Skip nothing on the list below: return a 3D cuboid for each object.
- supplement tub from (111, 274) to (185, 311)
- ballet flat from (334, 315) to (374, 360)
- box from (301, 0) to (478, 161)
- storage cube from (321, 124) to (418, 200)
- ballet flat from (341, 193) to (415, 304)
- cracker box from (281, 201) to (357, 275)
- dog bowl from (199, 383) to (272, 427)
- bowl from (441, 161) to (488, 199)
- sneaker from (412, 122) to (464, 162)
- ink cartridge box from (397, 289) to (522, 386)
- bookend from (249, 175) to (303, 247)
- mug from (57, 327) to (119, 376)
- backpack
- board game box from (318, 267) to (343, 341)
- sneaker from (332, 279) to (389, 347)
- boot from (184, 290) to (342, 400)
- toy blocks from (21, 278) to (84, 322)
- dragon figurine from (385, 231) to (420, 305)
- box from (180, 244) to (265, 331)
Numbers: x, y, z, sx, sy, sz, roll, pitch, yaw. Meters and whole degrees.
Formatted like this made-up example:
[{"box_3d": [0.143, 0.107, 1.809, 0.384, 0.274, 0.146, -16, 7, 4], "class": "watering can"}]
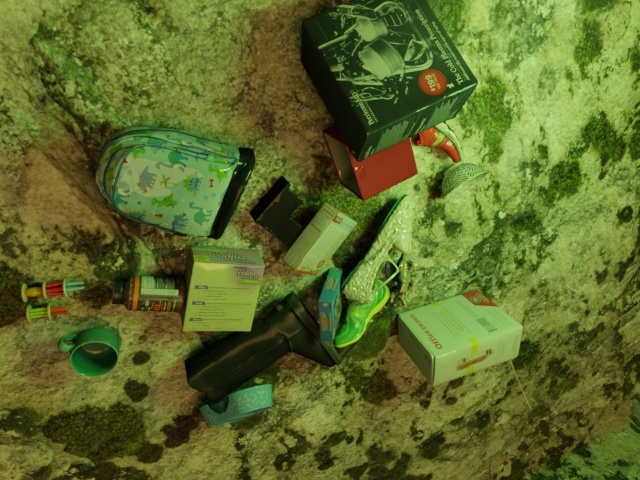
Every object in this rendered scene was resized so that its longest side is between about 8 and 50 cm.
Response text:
[{"box_3d": [-0.507, 0.157, 1.333, 0.198, 0.106, 0.106, 6, 113, -24], "class": "supplement tub"}, {"box_3d": [0.117, 0.371, 1.723, 0.058, 0.084, 0.249, 38, 102, 3], "class": "ballet flat"}, {"box_3d": [0.162, -0.435, 1.164, 0.313, 0.179, 0.343, -27, 80, -8], "class": "box"}, {"box_3d": [0.147, -0.264, 1.343, 0.193, 0.183, 0.214, -27, 122, -9], "class": "storage cube"}, {"box_3d": [0.229, 0.045, 1.539, 0.147, 0.147, 0.408, 28, 98, -31], "class": "ballet flat"}, {"box_3d": [0.000, 0.000, 1.447, 0.232, 0.067, 0.156, -51, 153, 8], "class": "cracker box"}, {"box_3d": [-0.288, 0.578, 1.564, 0.297, 0.074, 0.166, -31, 154, 28], "class": "dog bowl"}, {"box_3d": [0.477, -0.216, 1.549, 0.170, 0.080, 0.170, -28, 167, -7], "class": "bowl"}, {"box_3d": [0.361, -0.339, 1.462, 0.118, 0.107, 0.279, -39, 122, 22], "class": "sneaker"}, {"box_3d": [0.530, 0.370, 1.765, 0.385, 0.279, 0.160, -13, 120, -15], "class": "ink cartridge box"}, {"box_3d": [-0.106, -0.087, 1.394, 0.156, 0.072, 0.157, 38, 96, -33], "class": "bookend"}, {"box_3d": [-0.678, 0.316, 1.345, 0.130, 0.097, 0.157, -26, 121, -8], "class": "mug"}, {"box_3d": [-0.383, -0.155, 1.164, 0.356, 0.273, 0.290, 24, 111, -18], "class": "backpack"}, {"box_3d": [0.038, 0.213, 1.529, 0.047, 0.210, 0.160, 3, 117, 12], "class": "board game box"}, {"box_3d": [0.126, 0.256, 1.632, 0.123, 0.109, 0.295, 45, 70, -15], "class": "sneaker"}, {"box_3d": [-0.188, 0.424, 1.572, 0.445, 0.146, 0.367, -36, 120, -4], "class": "boot"}, {"box_3d": [-0.744, 0.168, 1.270, 0.148, 0.054, 0.123, -5, 116, -20], "class": "toy blocks"}, {"box_3d": [0.291, 0.111, 1.649, 0.085, 0.144, 0.288, -7, 98, -18], "class": "dragon figurine"}, {"box_3d": [-0.310, 0.151, 1.403, 0.214, 0.117, 0.242, 5, 114, -24], "class": "box"}]
